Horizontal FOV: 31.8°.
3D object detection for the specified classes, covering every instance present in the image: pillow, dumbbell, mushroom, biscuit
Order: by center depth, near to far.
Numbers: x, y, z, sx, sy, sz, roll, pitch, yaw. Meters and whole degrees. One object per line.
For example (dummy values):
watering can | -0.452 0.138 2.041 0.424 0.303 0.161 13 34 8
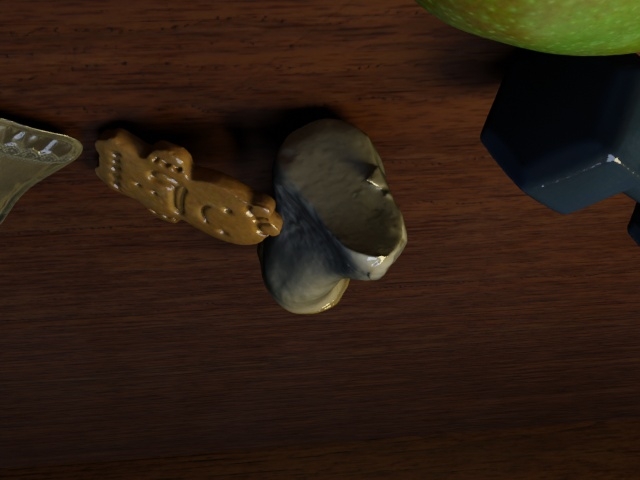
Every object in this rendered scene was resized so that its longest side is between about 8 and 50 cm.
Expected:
dumbbell | 0.295 -0.064 1.008 0.160 0.144 0.324 -23 146 38
pillow | -0.321 -0.060 1.035 0.130 0.033 0.217 13 151 -41
biscuit | -0.127 -0.043 1.038 0.184 0.027 0.133 30 153 -10
mushroom | 0.000 0.000 1.112 0.122 0.159 0.329 2 161 -9

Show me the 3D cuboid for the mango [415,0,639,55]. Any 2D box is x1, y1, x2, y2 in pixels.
mango | 0.155 -0.202 0.614 0.225 0.201 0.382 -45 152 24
